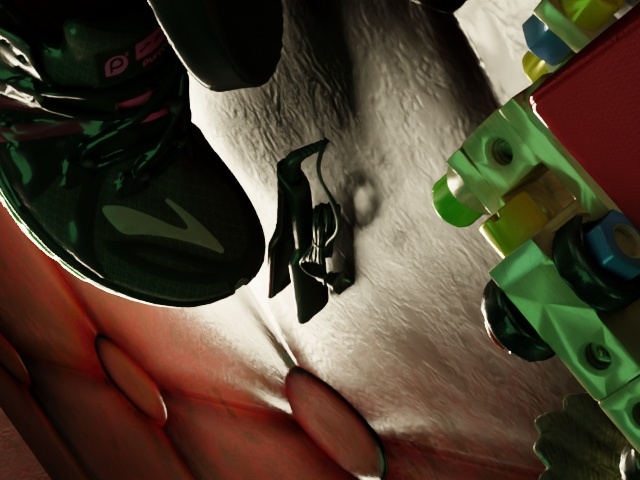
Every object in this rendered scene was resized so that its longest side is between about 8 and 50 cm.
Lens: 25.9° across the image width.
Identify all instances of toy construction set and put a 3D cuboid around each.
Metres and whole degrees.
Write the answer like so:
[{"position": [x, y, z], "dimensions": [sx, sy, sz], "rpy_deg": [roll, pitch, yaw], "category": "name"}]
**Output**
[{"position": [0.194, 0.013, 0.697], "dimensions": [0.327, 0.215, 0.151], "rpy_deg": [39, 133, 15], "category": "toy construction set"}]

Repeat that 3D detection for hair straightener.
[{"position": [0.000, 0.000, 1.174], "dimensions": [0.089, 0.047, 0.230], "rpy_deg": [39, 148, 21], "category": "hair straightener"}]

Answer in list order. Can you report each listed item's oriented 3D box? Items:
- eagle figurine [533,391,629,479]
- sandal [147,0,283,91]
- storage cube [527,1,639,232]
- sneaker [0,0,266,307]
[{"position": [0.264, 0.240, 0.846], "dimensions": [0.298, 0.225, 0.226], "rpy_deg": [50, 166, -15], "category": "eagle figurine"}, {"position": [-0.097, -0.282, 0.841], "dimensions": [0.107, 0.168, 0.446], "rpy_deg": [-9, 139, 21], "category": "sandal"}, {"position": [0.230, -0.062, 0.529], "dimensions": [0.184, 0.215, 0.193], "rpy_deg": [51, 160, -2], "category": "storage cube"}, {"position": [-0.184, -0.124, 1.100], "dimensions": [0.202, 0.185, 0.483], "rpy_deg": [8, 140, 50], "category": "sneaker"}]
